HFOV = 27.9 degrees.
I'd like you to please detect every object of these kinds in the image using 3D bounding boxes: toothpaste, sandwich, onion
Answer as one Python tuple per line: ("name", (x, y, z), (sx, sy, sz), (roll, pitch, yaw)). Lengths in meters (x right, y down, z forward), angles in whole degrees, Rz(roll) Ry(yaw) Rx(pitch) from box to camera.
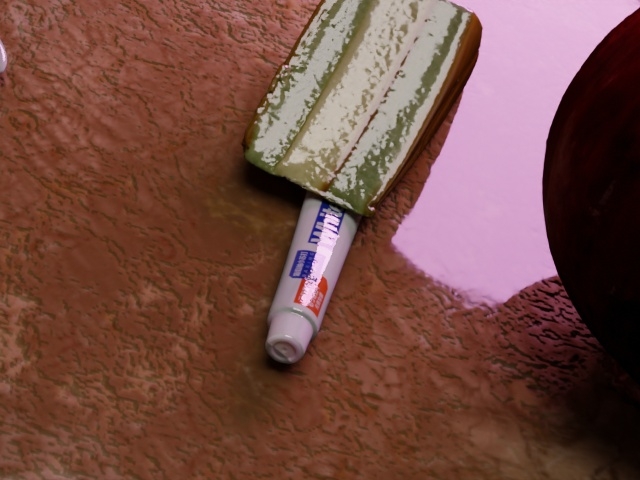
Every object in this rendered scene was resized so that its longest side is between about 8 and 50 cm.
("toothpaste", (0.000, 0.000, 0.863), (0.052, 0.033, 0.218), (22, 40, -2))
("sandwich", (0.031, -0.096, 0.958), (0.117, 0.144, 0.187), (26, 75, 9))
("onion", (0.298, -0.029, 0.787), (0.341, 0.341, 0.341), (9, 46, -9))

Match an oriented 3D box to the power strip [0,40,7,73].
("power strip", (-0.249, -0.133, 0.916), (0.055, 0.035, 0.083), (9, 59, -9))
